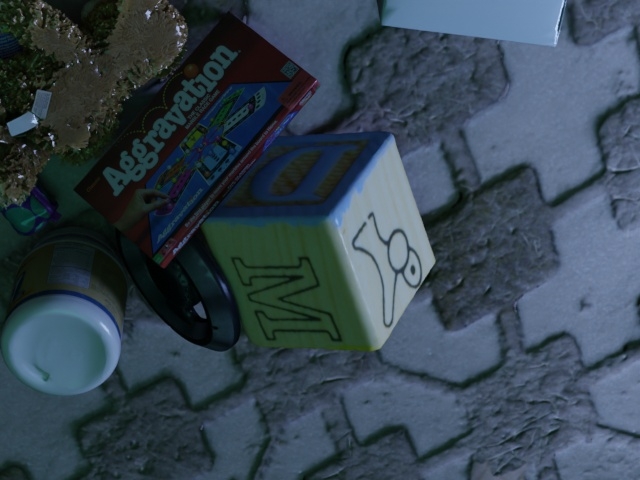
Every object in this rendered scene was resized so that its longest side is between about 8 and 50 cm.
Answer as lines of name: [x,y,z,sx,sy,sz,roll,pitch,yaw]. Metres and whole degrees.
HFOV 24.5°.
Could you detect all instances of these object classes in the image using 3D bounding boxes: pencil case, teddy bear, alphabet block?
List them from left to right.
pencil case: [-0.387,-0.080,1.822,0.070,0.064,0.151,-11,126,34]
teddy bear: [-0.313,-0.177,1.696,0.245,0.113,0.338,34,96,-41]
alphabet block: [0.000,0.000,1.783,0.193,0.192,0.197,1,126,33]

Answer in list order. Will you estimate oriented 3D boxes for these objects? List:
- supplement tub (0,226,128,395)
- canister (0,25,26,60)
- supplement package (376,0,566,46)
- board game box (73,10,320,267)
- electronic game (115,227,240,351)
supplement tub: [-0.317,0.084,1.846,0.144,0.199,0.144,-1,121,-2]
canister: [-0.403,-0.235,1.722,0.126,0.073,0.169,-10,123,2]
supplement package: [0.180,-0.370,1.622,0.204,0.145,0.261,6,121,-6]
board game box: [-0.145,-0.120,1.720,0.145,0.027,0.281,39,87,18]
electronic game: [-0.179,0.042,1.833,0.048,0.229,0.229,-37,124,-25]
